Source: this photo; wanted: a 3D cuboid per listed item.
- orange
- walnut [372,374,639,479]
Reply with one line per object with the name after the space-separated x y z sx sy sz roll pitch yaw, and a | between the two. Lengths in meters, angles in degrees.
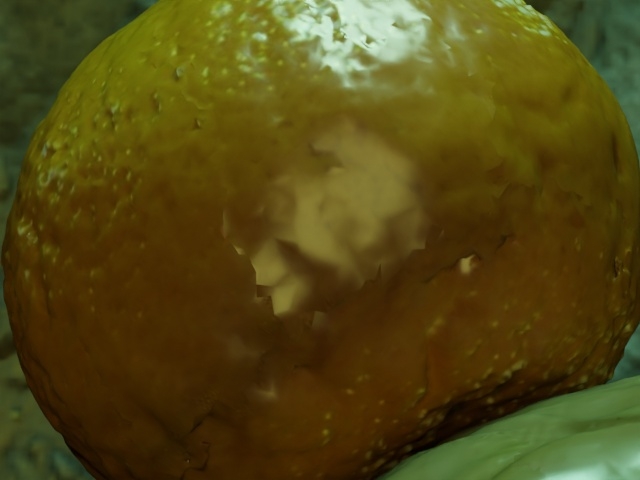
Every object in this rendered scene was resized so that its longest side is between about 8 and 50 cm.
0.000 0.000 0.586 0.193 0.193 0.161 -30 58 -2 | orange
0.095 0.179 0.505 0.313 0.252 0.277 -36 129 12 | walnut
